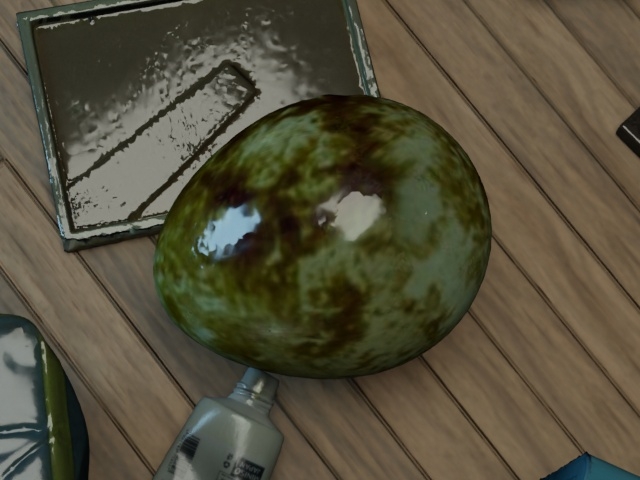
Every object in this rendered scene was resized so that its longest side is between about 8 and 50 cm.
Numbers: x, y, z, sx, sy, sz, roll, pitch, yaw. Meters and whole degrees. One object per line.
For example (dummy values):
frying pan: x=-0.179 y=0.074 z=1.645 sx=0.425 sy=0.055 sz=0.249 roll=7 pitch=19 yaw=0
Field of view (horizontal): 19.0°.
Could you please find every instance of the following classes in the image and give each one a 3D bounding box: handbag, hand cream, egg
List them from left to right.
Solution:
handbag: x=-0.315 y=0.180 z=1.522 sx=0.263 sy=0.241 sz=0.222 roll=-10 pitch=75 yaw=-10
hand cream: x=-0.120 y=0.263 z=1.615 sx=0.124 sy=0.078 sz=0.340 roll=26 pitch=81 yaw=2
egg: x=0.000 y=0.000 z=1.607 sx=0.290 sy=0.238 sz=0.238 roll=-11 pitch=74 yaw=14

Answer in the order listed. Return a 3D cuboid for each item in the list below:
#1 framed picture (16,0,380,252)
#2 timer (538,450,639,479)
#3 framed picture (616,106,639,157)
framed picture: x=-0.102 y=-0.128 z=1.744 sx=0.315 sy=0.024 sz=0.232 roll=-10 pitch=75 yaw=-9
timer: x=0.186 y=0.310 z=1.535 sx=0.091 sy=0.232 sz=0.250 roll=26 pitch=74 yaw=0
framed picture: x=0.377 y=-0.112 z=1.781 sx=0.168 sy=0.023 sz=0.128 roll=-42 pitch=81 yaw=-15
